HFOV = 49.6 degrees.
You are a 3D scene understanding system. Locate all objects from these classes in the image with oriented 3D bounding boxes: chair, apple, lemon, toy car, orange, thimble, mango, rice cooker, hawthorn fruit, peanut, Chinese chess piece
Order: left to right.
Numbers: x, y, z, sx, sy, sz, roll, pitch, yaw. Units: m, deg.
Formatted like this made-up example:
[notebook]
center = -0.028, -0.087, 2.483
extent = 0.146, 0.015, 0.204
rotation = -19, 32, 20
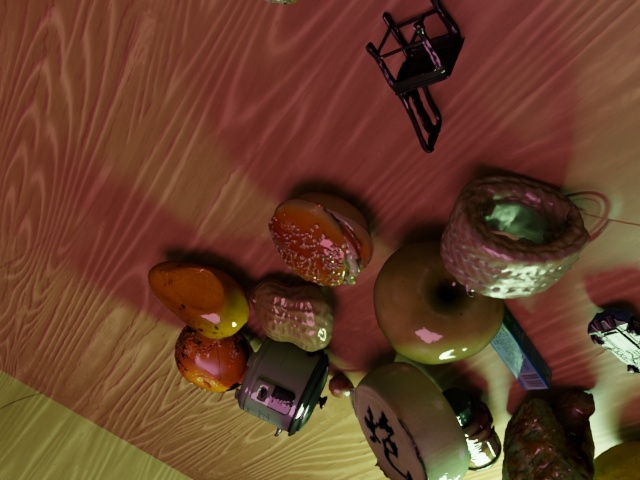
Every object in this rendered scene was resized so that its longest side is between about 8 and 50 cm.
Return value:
[mango]
center = -0.311, 0.145, 1.777
extent = 0.290, 0.160, 0.191
rotation = 26, 163, 15
[orange]
center = -0.300, 0.328, 1.968
extent = 0.234, 0.182, 0.234
rotation = 12, 133, 13
[rice cooker]
center = -0.089, 0.391, 1.875
extent = 0.227, 0.241, 0.281
rotation = 24, 97, 7
[peanut]
center = -0.074, 0.179, 1.726
extent = 0.233, 0.110, 0.197
rotation = 11, 129, 18
[hawthorn fruit]
center = 0.074, 0.413, 1.957
extent = 0.103, 0.067, 0.067
rotation = -1, 136, 12
[Chinese chess piece]
center = 0.220, 0.482, 1.757
extent = 0.349, 0.146, 0.349
rotation = 49, 153, 36
[chair]
center = 0.176, -0.257, 1.096
extent = 0.113, 0.106, 0.229
rotation = -10, 131, 39
[apple]
center = 0.232, 0.132, 1.398
extent = 0.262, 0.262, 0.262
rotation = 15, 141, 13
[thimble]
center = 0.335, -0.006, 1.231
extent = 0.229, 0.196, 0.148
rotation = -4, 145, -11
[toy car]
center = 0.639, 0.207, 1.409
extent = 0.216, 0.063, 0.103
rotation = 35, 142, -21
[lemon]
center = 0.766, 0.614, 1.641
extent = 0.293, 0.293, 0.293
rotation = 15, 141, 13

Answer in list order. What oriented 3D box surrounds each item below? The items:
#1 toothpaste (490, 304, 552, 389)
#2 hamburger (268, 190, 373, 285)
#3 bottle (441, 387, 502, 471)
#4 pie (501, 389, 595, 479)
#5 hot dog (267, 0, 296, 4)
[toothpaste]
center = 0.440, 0.242, 1.566
extent = 0.065, 0.050, 0.267
rotation = -14, 127, 40
[hamburger]
center = -0.001, -0.003, 1.448
extent = 0.236, 0.147, 0.237
rotation = 17, 139, 15
[bottle]
center = 0.373, 0.481, 1.806
extent = 0.156, 0.143, 0.271
rotation = -22, 129, 12
[pie]
center = 0.518, 0.593, 1.634
extent = 0.180, 0.418, 0.395
rotation = 15, 143, 4
[hot dog]
center = -0.048, -0.446, 1.010
extent = 0.146, 0.103, 0.213
rotation = 51, 129, 1
